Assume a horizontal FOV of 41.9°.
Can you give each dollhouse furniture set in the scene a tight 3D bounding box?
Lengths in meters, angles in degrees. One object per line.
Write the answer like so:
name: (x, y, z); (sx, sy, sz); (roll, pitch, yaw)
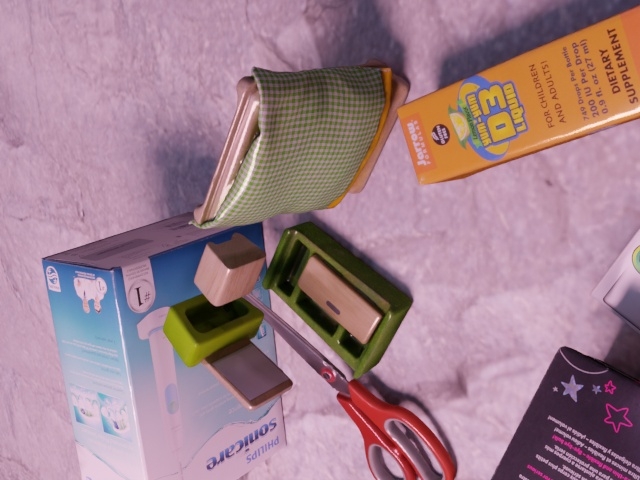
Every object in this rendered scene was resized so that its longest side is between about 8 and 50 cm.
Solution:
dollhouse furniture set: (0.000, 0.000, 0.771); (0.151, 0.197, 0.301); (41, 127, 24)

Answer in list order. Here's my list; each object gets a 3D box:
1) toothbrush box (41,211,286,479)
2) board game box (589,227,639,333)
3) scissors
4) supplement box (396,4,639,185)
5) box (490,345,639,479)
toothbrush box: (-0.165, 0.136, 0.944); (0.126, 0.216, 0.295); (5, 109, 38)
board game box: (0.351, -0.016, 0.570); (0.193, 0.053, 0.305); (41, 127, 22)
scissors: (0.029, 0.150, 0.893); (0.297, 0.021, 0.109); (54, 136, 2)
supplement box: (0.177, -0.111, 0.667); (0.233, 0.080, 0.078); (-18, 90, 44)
box: (0.270, 0.202, 0.609); (0.247, 0.163, 0.142); (30, 93, 32)
